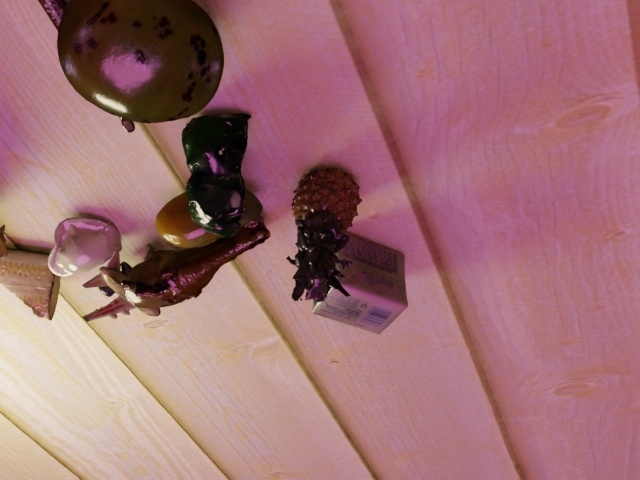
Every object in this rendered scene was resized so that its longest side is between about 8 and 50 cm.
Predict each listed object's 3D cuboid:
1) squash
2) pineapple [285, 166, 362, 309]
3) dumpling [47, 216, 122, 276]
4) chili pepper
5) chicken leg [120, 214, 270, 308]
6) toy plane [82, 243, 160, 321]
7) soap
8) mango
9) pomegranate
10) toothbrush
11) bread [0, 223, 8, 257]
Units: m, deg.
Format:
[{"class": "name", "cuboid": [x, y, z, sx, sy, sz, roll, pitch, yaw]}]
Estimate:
[{"class": "squash", "cuboid": [-0.785, 0.100, 1.920, 0.252, 0.093, 0.169, 7, 90, -7]}, {"class": "pineapple", "cuboid": [-0.003, 0.000, 1.630, 0.166, 0.364, 0.165, 5, 136, 5]}, {"class": "dumpling", "cuboid": [-0.576, 0.009, 1.835, 0.170, 0.099, 0.134, -15, 120, 13]}, {"class": "chili pepper", "cuboid": [-0.221, -0.131, 1.604, 0.148, 0.116, 0.264, 3, 102, 5]}, {"class": "chicken leg", "cuboid": [-0.293, 0.059, 1.837, 0.361, 0.211, 0.140, -25, 99, -10]}, {"class": "toy plane", "cuboid": [-0.476, 0.124, 1.914, 0.242, 0.104, 0.256, -49, 153, -9]}, {"class": "soap", "cuboid": [0.092, 0.100, 1.851, 0.200, 0.182, 0.138, 20, 134, -18]}, {"class": "mango", "cuboid": [-0.254, -0.063, 1.733, 0.238, 0.137, 0.091, -23, 152, -5]}, {"class": "pomegranate", "cuboid": [-0.289, -0.357, 1.353, 0.323, 0.290, 0.291, -40, 122, 23]}, {"class": "toothbrush", "cuboid": [-0.456, -0.355, 1.513, 0.041, 0.040, 0.364, -13, 133, 14]}, {"class": "bread", "cuboid": [-0.928, -0.061, 1.676, 0.361, 0.250, 0.394, -18, 128, 14]}]
